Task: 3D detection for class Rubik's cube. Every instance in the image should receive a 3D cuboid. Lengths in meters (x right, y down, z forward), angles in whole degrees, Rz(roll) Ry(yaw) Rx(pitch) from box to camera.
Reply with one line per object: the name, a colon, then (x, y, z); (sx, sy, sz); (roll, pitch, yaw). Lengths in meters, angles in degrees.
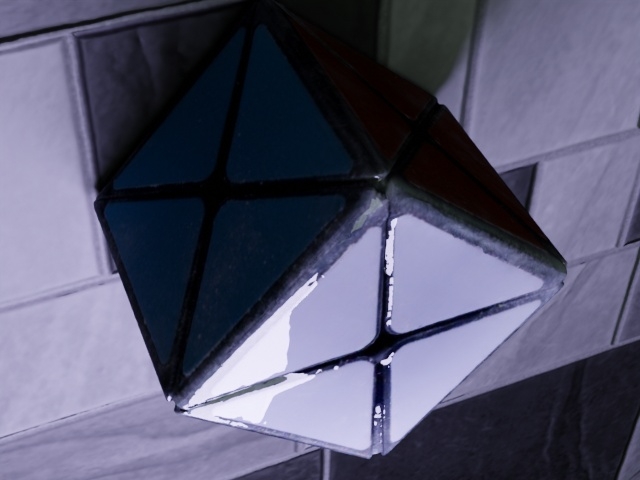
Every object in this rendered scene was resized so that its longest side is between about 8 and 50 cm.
Rubik's cube: (0.000, 0.000, 0.928); (0.254, 0.259, 0.260); (22, 116, -41)
